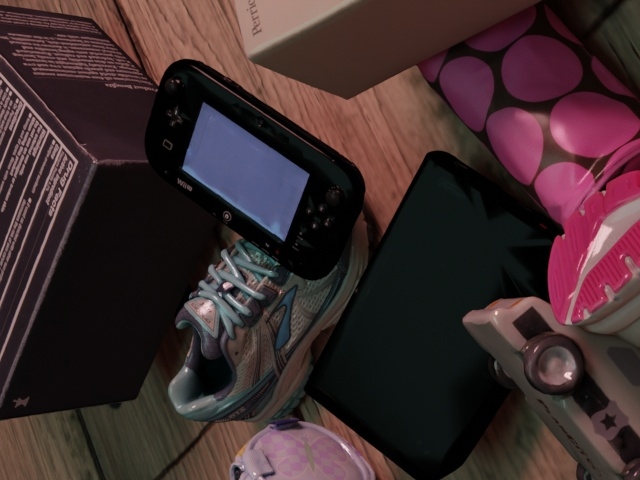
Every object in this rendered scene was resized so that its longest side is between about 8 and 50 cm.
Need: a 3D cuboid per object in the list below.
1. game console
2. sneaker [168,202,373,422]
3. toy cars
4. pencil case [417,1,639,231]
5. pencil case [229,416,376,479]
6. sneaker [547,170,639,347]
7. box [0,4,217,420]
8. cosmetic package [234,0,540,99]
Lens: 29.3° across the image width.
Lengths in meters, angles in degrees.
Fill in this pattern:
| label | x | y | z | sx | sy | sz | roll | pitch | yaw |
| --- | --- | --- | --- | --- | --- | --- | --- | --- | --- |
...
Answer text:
| label | x | y | z | sx | sy | sz | roll | pitch | yaw |
| --- | --- | --- | --- | --- | --- | --- | --- | --- | --- |
| game console | 0.000 | 0.000 | 0.919 | 0.361 | 0.044 | 0.213 | 36 | 114 | 22 |
| sneaker | -0.049 | 0.051 | 1.024 | 0.110 | 0.122 | 0.283 | 46 | 129 | 38 |
| toy cars | 0.237 | 0.152 | 0.690 | 0.393 | 0.087 | 0.176 | 44 | 170 | 39 |
| pencil case | 0.140 | -0.097 | 0.789 | 0.209 | 0.098 | 0.095 | 55 | 174 | 30 |
| pencil case | -0.041 | 0.290 | 1.054 | 0.113 | 0.124 | 0.273 | 41 | 127 | 40 |
| sneaker | 0.244 | -0.023 | 0.659 | 0.252 | 0.111 | 0.103 | -43 | 28 | 34 |
| box | -0.271 | -0.032 | 1.214 | 0.294 | 0.182 | 0.296 | 45 | 121 | 34 |
| cosmetic package | 0.091 | -0.224 | 0.723 | 0.309 | 0.113 | 0.160 | -24 | 69 | 31 |
